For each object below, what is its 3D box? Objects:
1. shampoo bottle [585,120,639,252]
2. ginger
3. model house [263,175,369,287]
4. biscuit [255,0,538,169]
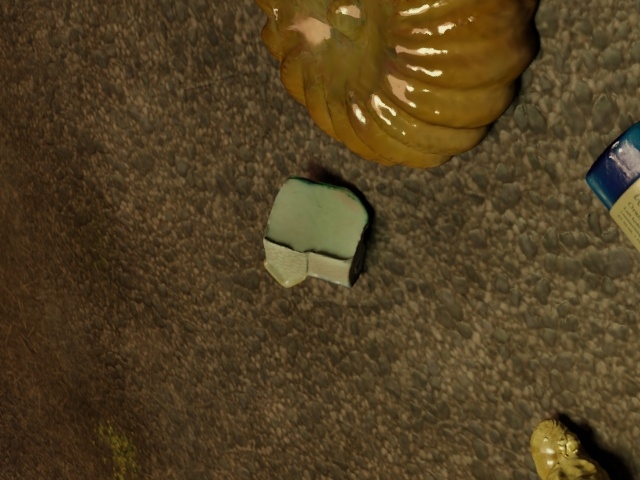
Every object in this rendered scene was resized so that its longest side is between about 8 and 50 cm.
[{"bbox_3d":[0.292,-0.005,1.185,0.183,0.050,0.087,54,140,16],"label":"shampoo bottle"},{"bbox_3d":[0.250,0.270,1.376,0.115,0.081,0.205,-3,107,60],"label":"ginger"},{"bbox_3d":[0.000,0.000,1.552,0.100,0.088,0.100,15,154,11],"label":"model house"},{"bbox_3d":[0.049,-0.215,1.338,0.325,0.107,0.326,25,126,40],"label":"biscuit"}]
